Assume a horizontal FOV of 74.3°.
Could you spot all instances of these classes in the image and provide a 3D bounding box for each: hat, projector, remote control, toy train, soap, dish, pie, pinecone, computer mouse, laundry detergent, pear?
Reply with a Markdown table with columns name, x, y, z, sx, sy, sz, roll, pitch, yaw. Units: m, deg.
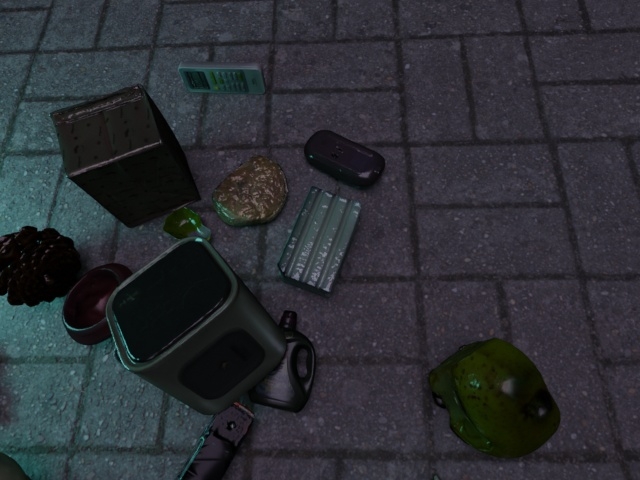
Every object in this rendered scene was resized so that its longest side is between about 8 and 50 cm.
| name | x | y | z | sx | sy | sz | roll | pitch | yaw |
| --- | --- | --- | --- | --- | --- | --- | --- | --- | --- |
| hat | -0.526 | 0.157 | 1.031 | 0.206 | 0.089 | 0.205 | -8 | 60 | 14 |
| projector | -0.252 | 0.178 | 0.888 | 0.248 | 0.249 | 0.249 | -39 | 48 | -11 |
| remote control | -0.293 | -0.490 | 1.272 | 0.250 | 0.103 | 0.034 | 4 | 66 | 4 |
| toy train | -0.271 | 0.528 | 0.875 | 0.086 | 0.089 | 0.409 | 29 | 72 | 3 |
| soap | 0.000 | 0.000 | 1.072 | 0.150 | 0.094 | 0.261 | 21 | 70 | 5 |
| dish | -0.347 | -0.027 | 1.126 | 0.137 | 0.039 | 0.091 | 32 | 69 | 14 |
| pie | -0.183 | -0.128 | 1.149 | 0.185 | 0.052 | 0.218 | 40 | 74 | 18 |
| pinecone | -0.709 | 0.057 | 1.036 | 0.208 | 0.207 | 0.207 | -1 | 68 | 3 |
| computer mouse | 0.066 | -0.229 | 1.173 | 0.232 | 0.057 | 0.120 | 28 | 72 | 16 |
| laundry detergent | -0.077 | 0.271 | 0.974 | 0.145 | 0.078 | 0.221 | 10 | 67 | 10 |
| pear | 0.351 | 0.328 | 0.834 | 0.164 | 0.255 | 0.238 | -29 | 75 | -10 |

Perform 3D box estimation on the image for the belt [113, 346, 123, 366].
| name | x | y | z | sx | sy | sz | roll | pitch | yaw |
| --- | --- | --- | --- | --- | --- | --- | --- | --- | --- |
| belt | -0.405 | 0.162 | 1.035 | 0.087 | 0.072 | 0.302 | 17 | 70 | 7 |

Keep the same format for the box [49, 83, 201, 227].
| name | x | y | z | sx | sy | sz | roll | pitch | yaw |
| --- | --- | --- | --- | --- | --- | --- | --- | --- | --- |
| box | -0.469 | -0.197 | 1.065 | 0.225 | 0.297 | 0.190 | -22 | 72 | -6 |

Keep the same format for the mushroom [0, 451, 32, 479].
| name | x | y | z | sx | sy | sz | roll | pitch | yaw |
| --- | --- | --- | --- | --- | --- | --- | --- | --- | --- |
| mushroom | -0.740 | 0.580 | 0.803 | 0.336 | 0.314 | 0.314 | -22 | 67 | 17 |

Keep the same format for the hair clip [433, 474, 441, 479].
| name | x | y | z | sx | sy | sz | roll | pitch | yaw |
| --- | --- | --- | --- | --- | --- | --- | --- | --- | --- |
| hair clip | 0.273 | 0.615 | 0.779 | 0.113 | 0.172 | 0.281 | -1 | 78 | 11 |
